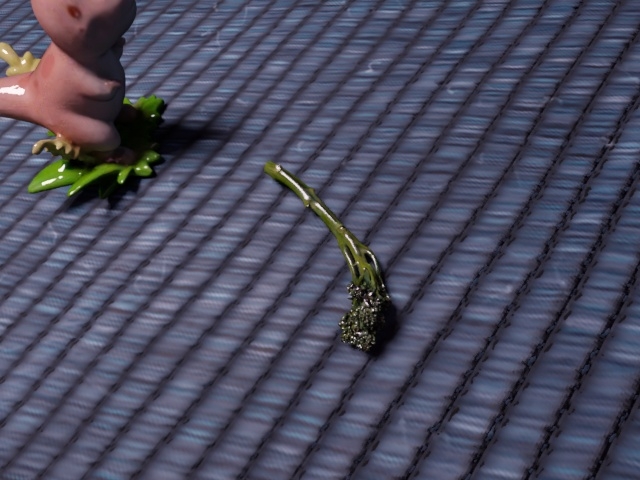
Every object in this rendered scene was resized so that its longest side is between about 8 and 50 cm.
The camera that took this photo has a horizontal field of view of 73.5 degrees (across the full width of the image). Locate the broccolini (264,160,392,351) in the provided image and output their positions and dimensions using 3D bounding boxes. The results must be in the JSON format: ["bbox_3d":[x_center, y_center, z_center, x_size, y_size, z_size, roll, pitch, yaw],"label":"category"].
[{"bbox_3d":[0.007,0.000,0.360,0.052,0.054,0.194,-10,51,-29],"label":"broccolini"}]

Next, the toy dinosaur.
[{"bbox_3d":[-0.224,-0.129,0.378,0.194,0.177,0.152,-4,63,10],"label":"toy dinosaur"}]
